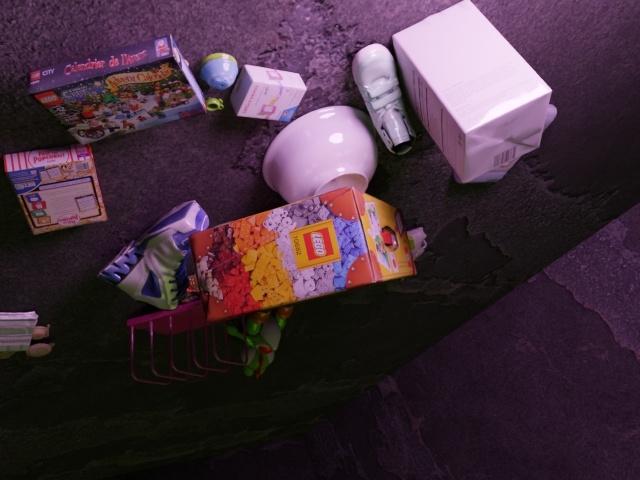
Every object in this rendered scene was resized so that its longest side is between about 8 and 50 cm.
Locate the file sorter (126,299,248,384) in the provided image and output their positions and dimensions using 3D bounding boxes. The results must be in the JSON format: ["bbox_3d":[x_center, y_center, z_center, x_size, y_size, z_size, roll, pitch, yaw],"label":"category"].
[{"bbox_3d":[-0.382,0.303,1.584,0.290,0.182,0.202,-16,157,17],"label":"file sorter"}]

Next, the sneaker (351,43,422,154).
[{"bbox_3d":[0.149,-0.289,1.144,0.094,0.151,0.256,-27,150,6],"label":"sneaker"}]

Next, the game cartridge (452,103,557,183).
[{"bbox_3d":[0.519,-0.275,1.562,0.198,0.062,0.297,-10,148,-34],"label":"game cartridge"}]

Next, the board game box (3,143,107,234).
[{"bbox_3d":[-0.507,-0.097,1.052,0.146,0.045,0.193,-13,149,-21],"label":"board game box"}]

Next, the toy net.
[{"bbox_3d":[-0.262,-0.287,0.943,0.232,0.045,0.122,1,157,-35],"label":"toy net"}]

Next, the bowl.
[{"bbox_3d":[0.023,-0.160,1.275,0.297,0.134,0.298,-20,151,-12],"label":"bowl"}]

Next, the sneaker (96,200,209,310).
[{"bbox_3d":[-0.352,0.054,1.263,0.315,0.127,0.182,-32,112,23],"label":"sneaker"}]

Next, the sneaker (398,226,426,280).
[{"bbox_3d":[0.313,0.050,1.891,0.121,0.099,0.262,-23,153,-14],"label":"sneaker"}]

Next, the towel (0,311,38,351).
[{"bbox_3d":[-0.794,0.234,1.377,0.113,0.023,0.152,7,133,-35],"label":"towel"}]

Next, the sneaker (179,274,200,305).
[{"bbox_3d":[-0.369,0.143,1.544,0.185,0.070,0.084,-6,155,-21],"label":"sneaker"}]

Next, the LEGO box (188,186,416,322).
[{"bbox_3d":[-0.008,0.040,1.278,0.372,0.193,0.500,-15,174,18],"label":"LEGO box"}]

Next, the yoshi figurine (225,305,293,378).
[{"bbox_3d":[-0.216,0.310,1.876,0.203,0.203,0.362,-54,166,-54],"label":"yoshi figurine"}]

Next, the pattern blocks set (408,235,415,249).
[{"bbox_3d":[0.160,0.038,1.733,0.285,0.026,0.325,-11,143,2],"label":"pattern blocks set"}]

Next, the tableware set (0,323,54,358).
[{"bbox_3d":[-0.806,0.275,1.454,0.168,0.020,0.141,0,137,-33],"label":"tableware set"}]

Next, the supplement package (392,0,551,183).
[{"bbox_3d":[0.293,-0.301,1.088,0.177,0.293,0.175,-26,151,1],"label":"supplement package"}]

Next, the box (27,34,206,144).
[{"bbox_3d":[-0.325,-0.241,0.891,0.233,0.044,0.159,-14,161,2],"label":"box"}]

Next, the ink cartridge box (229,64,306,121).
[{"bbox_3d":[-0.103,-0.285,1.054,0.122,0.052,0.088,-2,143,-34],"label":"ink cartridge box"}]
